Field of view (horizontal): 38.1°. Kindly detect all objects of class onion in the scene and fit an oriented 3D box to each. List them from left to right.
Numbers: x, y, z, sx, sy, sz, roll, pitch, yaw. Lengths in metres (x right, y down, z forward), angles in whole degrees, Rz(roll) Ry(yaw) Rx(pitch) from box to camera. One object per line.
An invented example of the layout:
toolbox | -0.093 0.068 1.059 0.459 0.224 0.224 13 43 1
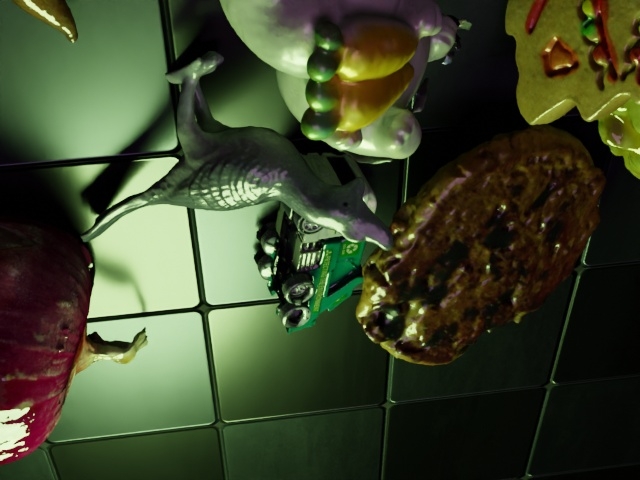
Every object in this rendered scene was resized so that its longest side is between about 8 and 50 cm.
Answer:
onion | -0.364 0.121 1.028 0.272 0.230 0.256 -5 133 3

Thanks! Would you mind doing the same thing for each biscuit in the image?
biscuit | 0.186 0.006 1.094 0.289 0.081 0.334 22 114 -42
biscuit | 0.261 -0.198 0.854 0.041 0.239 0.212 -5 110 -35

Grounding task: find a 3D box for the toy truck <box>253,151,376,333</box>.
toy truck | 0.000 0.000 1.070 0.116 0.110 0.216 -7 134 -22

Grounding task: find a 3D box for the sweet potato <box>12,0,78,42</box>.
sweet potato | -0.262 -0.289 0.779 0.067 0.059 0.281 -28 143 -28

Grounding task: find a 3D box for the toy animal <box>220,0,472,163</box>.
toy animal | 0.002 -0.211 0.795 0.183 0.247 0.310 -43 143 5

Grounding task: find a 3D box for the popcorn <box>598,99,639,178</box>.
popcorn | 0.405 -0.147 0.910 0.224 0.270 0.258 39 125 -2

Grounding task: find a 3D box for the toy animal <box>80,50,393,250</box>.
toy animal | -0.112 -0.088 0.936 0.367 0.081 0.205 2 113 24
